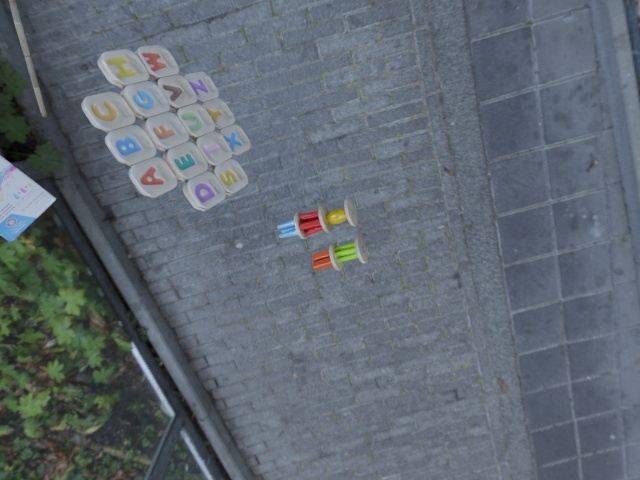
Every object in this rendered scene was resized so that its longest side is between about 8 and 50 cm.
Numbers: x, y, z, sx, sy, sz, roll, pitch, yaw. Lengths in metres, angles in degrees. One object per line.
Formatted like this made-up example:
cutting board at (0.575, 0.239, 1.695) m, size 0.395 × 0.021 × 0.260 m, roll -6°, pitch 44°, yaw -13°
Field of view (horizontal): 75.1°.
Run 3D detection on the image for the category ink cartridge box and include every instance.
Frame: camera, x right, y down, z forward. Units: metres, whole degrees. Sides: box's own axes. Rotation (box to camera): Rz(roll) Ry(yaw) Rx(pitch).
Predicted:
ink cartridge box at (-0.509, -0.078, 0.642) m, size 0.143 × 0.090 × 0.092 m, roll 47°, pitch 63°, yaw -29°

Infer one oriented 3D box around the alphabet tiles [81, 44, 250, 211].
alphabet tiles at (-0.237, -0.194, 0.709) m, size 0.021 × 0.278 × 0.284 m, roll -23°, pitch 104°, yaw 37°

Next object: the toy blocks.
toy blocks at (0.000, 0.000, 0.762) m, size 0.148 × 0.054 × 0.123 m, roll -14°, pitch 94°, yaw 22°

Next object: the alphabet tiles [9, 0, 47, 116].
alphabet tiles at (-0.546, -0.409, 0.746) m, size 0.011 × 0.342 × 0.285 m, roll -15°, pitch 153°, yaw -29°
